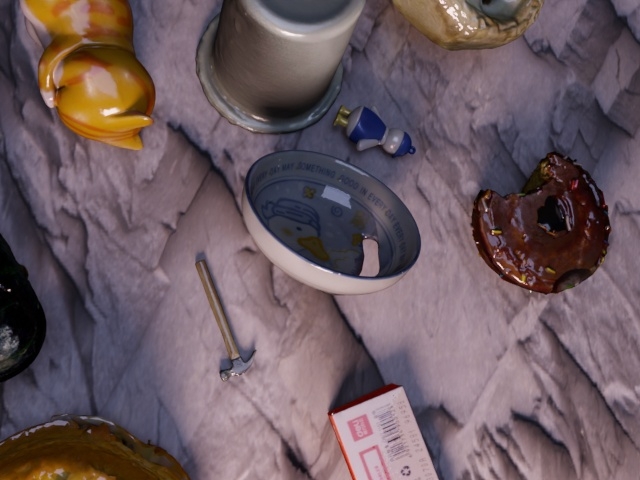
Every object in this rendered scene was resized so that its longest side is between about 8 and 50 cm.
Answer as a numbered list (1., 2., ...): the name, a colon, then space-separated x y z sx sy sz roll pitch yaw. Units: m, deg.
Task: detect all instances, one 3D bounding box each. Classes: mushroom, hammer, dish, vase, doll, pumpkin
1. mushroom: 0.227 -0.392 1.200 0.267 0.189 0.164 -7 95 -37
2. hammer: -0.147 0.114 1.101 0.062 0.017 0.182 -18 83 -15
3. dish: 0.000 0.000 1.095 0.273 0.134 0.273 16 39 -13
4. vase: -0.058 -0.310 1.064 0.245 0.291 0.245 2 79 -10
5. doll: -0.334 -0.268 1.064 0.162 0.166 0.270 -12 85 -12
6. pumpkin: -0.451 0.076 0.937 0.163 0.233 0.233 -33 87 -26
7. doll: 0.090 -0.174 1.188 0.142 0.058 0.099 23 55 -8

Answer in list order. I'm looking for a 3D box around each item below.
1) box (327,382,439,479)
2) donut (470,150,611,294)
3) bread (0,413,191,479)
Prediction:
1. box: 0.106 0.341 1.093 0.122 0.050 0.229 -20 84 -13
2. donut: 0.354 -0.022 1.195 0.230 0.096 0.216 -40 92 -16
3. bread: -0.315 0.409 0.913 0.336 0.204 0.358 33 73 -9
